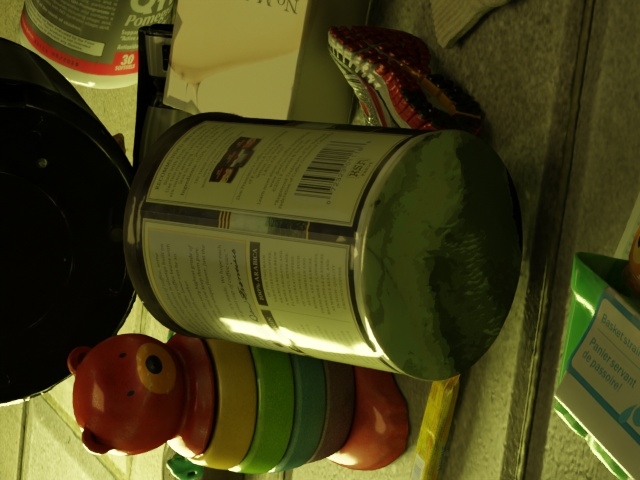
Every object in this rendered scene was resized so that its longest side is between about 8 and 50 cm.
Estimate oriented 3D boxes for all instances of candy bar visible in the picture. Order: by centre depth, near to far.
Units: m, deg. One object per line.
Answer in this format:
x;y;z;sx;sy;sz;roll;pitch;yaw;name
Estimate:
0.100;0.177;1.585;0.040;0.018;0.161;-131;48;-59;candy bar

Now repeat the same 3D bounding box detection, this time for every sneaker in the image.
0.060;-0.123;1.599;0.225;0.088;0.093;-121;39;-48;sneaker

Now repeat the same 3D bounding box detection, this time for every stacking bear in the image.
-0.090;0.141;1.666;0.164;0.289;0.175;-45;50;55;stacking bear

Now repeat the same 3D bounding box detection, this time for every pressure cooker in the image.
-0.395;-0.040;1.988;0.420;0.375;0.370;-134;36;-64;pressure cooker

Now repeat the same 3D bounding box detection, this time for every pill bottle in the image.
-0.245;-0.354;2.130;0.176;0.176;0.319;65;144;42;pill bottle

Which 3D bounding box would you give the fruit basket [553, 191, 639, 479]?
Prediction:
0.278;0.010;1.068;0.327;0.165;0.353;51;130;53;fruit basket

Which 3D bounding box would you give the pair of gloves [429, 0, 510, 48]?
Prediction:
0.128;-0.305;1.519;0.204;0.042;0.240;-35;59;59;pair of gloves

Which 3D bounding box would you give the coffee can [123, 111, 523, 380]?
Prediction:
0.000;0.000;1.493;0.275;0.201;0.202;8;97;42;coffee can

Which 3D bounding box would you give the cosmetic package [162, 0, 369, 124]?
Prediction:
-0.040;-0.263;1.714;0.160;0.113;0.310;19;109;29;cosmetic package

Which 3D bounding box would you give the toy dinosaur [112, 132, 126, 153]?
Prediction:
-0.195;-0.030;2.123;0.211;0.064;0.112;50;180;12;toy dinosaur

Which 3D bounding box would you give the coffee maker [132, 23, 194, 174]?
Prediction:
-0.165;-0.155;2.024;0.171;0.120;0.178;-160;74;-63;coffee maker

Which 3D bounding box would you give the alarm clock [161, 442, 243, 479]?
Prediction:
-0.141;0.249;2.033;0.129;0.064;0.192;131;137;-53;alarm clock

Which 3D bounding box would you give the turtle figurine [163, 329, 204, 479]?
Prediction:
-0.141;0.147;1.976;0.175;0.118;0.234;-31;52;9;turtle figurine
